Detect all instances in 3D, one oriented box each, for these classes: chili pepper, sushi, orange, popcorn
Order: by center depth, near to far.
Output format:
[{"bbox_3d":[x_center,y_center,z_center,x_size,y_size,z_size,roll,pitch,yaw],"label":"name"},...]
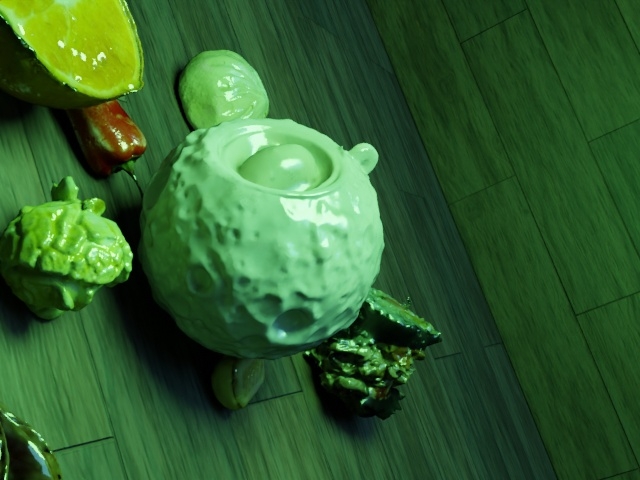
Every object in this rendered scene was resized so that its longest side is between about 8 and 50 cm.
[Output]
[{"bbox_3d":[-0.284,0.012,0.936,0.135,0.141,0.162,23,86,-63],"label":"popcorn"},{"bbox_3d":[-0.346,-0.304,0.980,0.310,0.274,0.274,93,-3,-45],"label":"orange"},{"bbox_3d":[-0.284,-0.132,1.159,0.086,0.084,0.192,-27,89,-36],"label":"chili pepper"},{"bbox_3d":[0.080,0.198,1.521,0.238,0.219,0.225,17,9,-28],"label":"sushi"}]

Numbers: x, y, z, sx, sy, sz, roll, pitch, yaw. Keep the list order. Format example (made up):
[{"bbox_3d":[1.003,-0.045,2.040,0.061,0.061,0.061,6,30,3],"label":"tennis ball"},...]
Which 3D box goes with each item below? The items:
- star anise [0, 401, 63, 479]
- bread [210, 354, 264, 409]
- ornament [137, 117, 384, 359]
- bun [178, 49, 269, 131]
[{"bbox_3d":[-0.321,0.138,0.660,0.315,0.315,0.108,45,71,-41],"label":"star anise"},{"bbox_3d":[-0.122,0.191,1.221,0.115,0.056,0.082,-53,138,-63],"label":"bread"},{"bbox_3d":[-0.081,0.006,1.159,0.337,0.337,0.337,49,27,-35],"label":"ornament"},{"bbox_3d":[-0.158,-0.253,1.516,0.178,0.128,0.193,67,20,8],"label":"bun"}]
